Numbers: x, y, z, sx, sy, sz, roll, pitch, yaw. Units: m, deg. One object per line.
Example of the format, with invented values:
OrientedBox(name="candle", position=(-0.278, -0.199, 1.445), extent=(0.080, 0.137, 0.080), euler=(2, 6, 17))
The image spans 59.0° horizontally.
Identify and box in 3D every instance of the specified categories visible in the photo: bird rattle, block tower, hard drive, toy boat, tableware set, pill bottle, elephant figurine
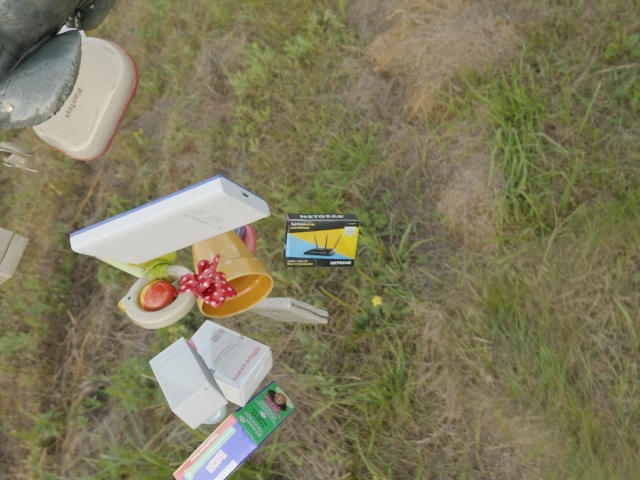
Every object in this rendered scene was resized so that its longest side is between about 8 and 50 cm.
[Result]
OrientedBox(name="bird rattle", position=(-0.325, 0.112, 1.250), extent=(0.254, 0.143, 0.207), euler=(24, 60, 25))
OrientedBox(name="block tower", position=(-0.747, 0.047, 1.273), extent=(0.336, 0.091, 0.097), euler=(-18, 51, 51))
OrientedBox(name="hard drive", position=(-0.284, -0.032, 1.105), extent=(0.319, 0.210, 0.040), euler=(-19, 75, 14))
OrientedBox(name="toy boat", position=(-0.439, -0.274, 1.097), extent=(0.231, 0.151, 0.151), euler=(-59, 6, 12))
OrientedBox(name="tableware set", position=(-0.596, -0.164, 1.041), extent=(0.169, 0.141, 0.020), euler=(35, 109, 50))
OrientedBox(name="pill bottle", position=(-0.340, 0.478, 1.776), extent=(0.103, 0.103, 0.184), euler=(-36, 22, 9))
OrientedBox(name="elephant figurine", position=(-0.232, -0.137, 0.378), extent=(0.170, 0.186, 0.239), euler=(13, 67, -2))

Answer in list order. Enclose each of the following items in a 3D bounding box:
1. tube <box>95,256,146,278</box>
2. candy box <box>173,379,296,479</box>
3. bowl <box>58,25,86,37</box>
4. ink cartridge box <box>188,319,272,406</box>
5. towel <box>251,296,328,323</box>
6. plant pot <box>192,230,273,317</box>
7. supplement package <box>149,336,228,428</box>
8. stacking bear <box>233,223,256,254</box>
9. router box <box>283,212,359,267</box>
OrientedBox(name="tube", position=(-0.568, 0.057, 1.644), extent=(0.062, 0.240, 0.070), euler=(-16, 51, 36))
OrientedBox(name="candy box", position=(-0.240, 0.577, 1.652), extent=(0.122, 0.317, 0.268), euler=(46, 104, 8))
OrientedBox(name="bowl", position=(-0.534, -0.406, 1.115), extent=(0.053, 0.141, 0.142), euler=(-12, 27, 24))
OrientedBox(name="ink cartridge box", position=(-0.262, 0.334, 1.556), extent=(0.218, 0.092, 0.158), euler=(18, 46, 22))
OrientedBox(name="towel", position=(-0.109, 0.219, 1.802), extent=(0.187, 0.282, 0.049), euler=(-2, 72, 26))
OrientedBox(name="plant pot", position=(-0.256, 0.075, 1.526), extent=(0.205, 0.205, 0.187), euler=(-35, 61, 11))
OrientedBox(name="supplement package", position=(-0.322, 0.343, 1.375), extent=(0.105, 0.105, 0.179), euler=(-36, 42, -11))
OrientedBox(name="stacking bear", position=(-0.370, -0.041, 1.842), extent=(0.176, 0.289, 0.164), euler=(-25, 50, 38))
OrientedBox(name="router box", position=(0.000, 0.000, 1.413), extent=(0.179, 0.133, 0.046), euler=(-1, 26, -13))
